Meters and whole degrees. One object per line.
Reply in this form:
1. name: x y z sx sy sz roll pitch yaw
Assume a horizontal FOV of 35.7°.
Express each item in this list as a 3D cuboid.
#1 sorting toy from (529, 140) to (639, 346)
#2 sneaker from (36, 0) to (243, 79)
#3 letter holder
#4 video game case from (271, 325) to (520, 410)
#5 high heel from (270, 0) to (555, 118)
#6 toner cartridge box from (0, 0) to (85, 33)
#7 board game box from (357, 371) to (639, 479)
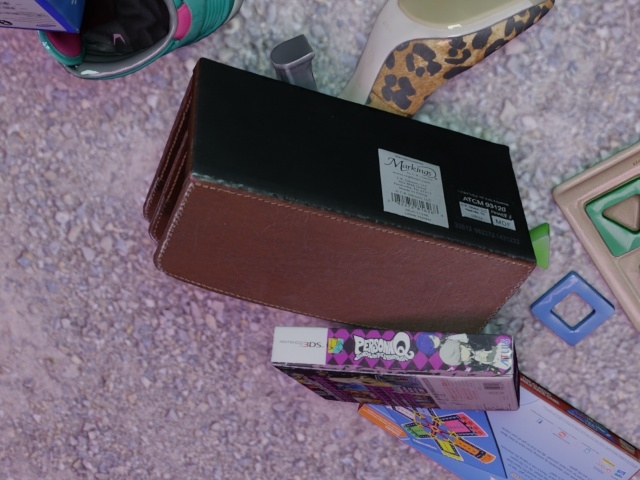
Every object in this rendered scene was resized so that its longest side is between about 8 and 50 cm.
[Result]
1. sorting toy: 0.346 -0.011 0.943 0.348 0.047 0.196 -30 106 23
2. sneaker: -0.232 -0.223 0.888 0.296 0.178 0.123 9 117 8
3. letter holder: 0.000 0.000 0.897 0.302 0.152 0.214 14 134 -17
4. video game case: 0.083 0.126 0.950 0.210 0.232 0.041 1 74 14
5. high heel: 0.097 -0.139 0.935 0.261 0.093 0.186 -16 135 4
6. toner cartridge box: -0.249 -0.344 0.786 0.165 0.075 0.347 7 80 8
7. board game box: 0.196 0.211 1.092 0.281 0.027 0.145 33 116 -5
